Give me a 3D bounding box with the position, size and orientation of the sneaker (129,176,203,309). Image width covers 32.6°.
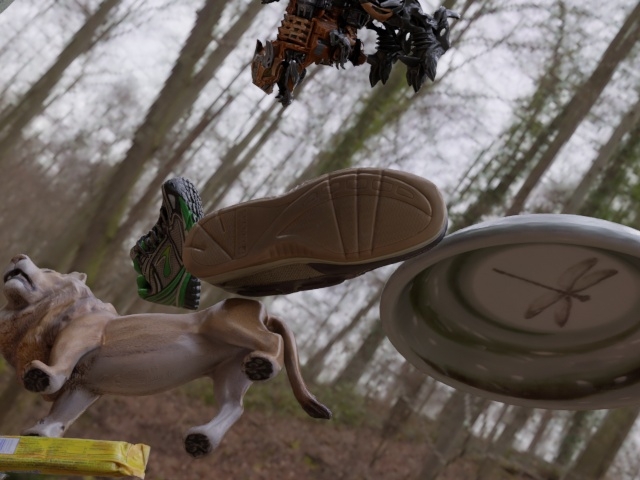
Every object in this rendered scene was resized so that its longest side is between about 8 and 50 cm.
[{"bbox_3d":[-0.307,0.016,2.183,0.146,0.134,0.344,2,-47,-10],"label":"sneaker"}]

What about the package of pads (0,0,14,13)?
[{"bbox_3d":[-0.318,-0.327,1.079,0.101,0.229,0.296,46,-5,-31],"label":"package of pads"}]

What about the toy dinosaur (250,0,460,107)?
[{"bbox_3d":[0.052,-0.297,1.373,0.218,0.322,0.164,38,17,-24],"label":"toy dinosaur"}]

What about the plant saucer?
[{"bbox_3d":[0.272,0.069,1.274,0.400,0.101,0.400,7,-34,5],"label":"plant saucer"}]

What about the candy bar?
[{"bbox_3d":[-0.209,0.161,0.817,0.161,0.040,0.018,1,-64,2],"label":"candy bar"}]

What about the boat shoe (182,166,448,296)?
[{"bbox_3d":[0.000,0.000,1.114,0.285,0.103,0.092,-13,-29,21],"label":"boat shoe"}]

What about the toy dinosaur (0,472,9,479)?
[{"bbox_3d":[-0.416,0.172,0.967,0.268,0.118,0.064,22,-58,25],"label":"toy dinosaur"}]

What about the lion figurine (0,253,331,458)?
[{"bbox_3d":[-0.169,0.113,1.130,0.392,0.240,0.142,4,-68,7],"label":"lion figurine"}]
